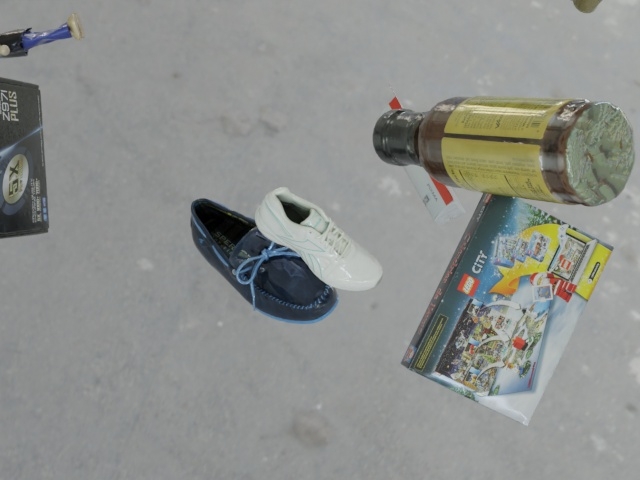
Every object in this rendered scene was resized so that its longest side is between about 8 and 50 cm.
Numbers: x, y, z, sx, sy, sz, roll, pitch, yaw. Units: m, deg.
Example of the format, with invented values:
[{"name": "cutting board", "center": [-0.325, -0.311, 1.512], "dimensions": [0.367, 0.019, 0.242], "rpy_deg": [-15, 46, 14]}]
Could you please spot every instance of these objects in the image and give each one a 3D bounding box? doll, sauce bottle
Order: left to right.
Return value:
[{"name": "doll", "center": [-0.449, -0.296, 1.607], "dimensions": [0.189, 0.046, 0.129], "rpy_deg": [-14, 16, -2]}, {"name": "sauce bottle", "center": [0.184, -0.108, 1.191], "dimensions": [0.111, 0.111, 0.344], "rpy_deg": [-8, 14, -32]}]

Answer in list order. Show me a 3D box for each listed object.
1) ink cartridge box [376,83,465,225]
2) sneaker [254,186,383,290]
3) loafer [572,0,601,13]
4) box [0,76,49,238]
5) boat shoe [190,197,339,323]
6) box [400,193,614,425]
[{"name": "ink cartridge box", "center": [0.144, -0.125, 1.651], "dimensions": [0.189, 0.066, 0.232], "rpy_deg": [62, 13, 12]}, {"name": "sneaker", "center": [0.000, 0.000, 1.121], "dimensions": [0.152, 0.061, 0.054], "rpy_deg": [33, 63, 2]}, {"name": "loafer", "center": [0.311, -0.310, 1.286], "dimensions": [0.056, 0.050, 0.148], "rpy_deg": [23, 27, -1]}, {"name": "box", "center": [-0.378, -0.092, 1.226], "dimensions": [0.077, 0.180, 0.147], "rpy_deg": [-2, 2, 11]}, {"name": "boat shoe", "center": [-0.090, 0.026, 1.397], "dimensions": [0.258, 0.089, 0.109], "rpy_deg": [24, 61, 34]}, {"name": "box", "center": [0.216, 0.075, 1.252], "dimensions": [0.159, 0.233, 0.044], "rpy_deg": [26, -1, -8]}]
